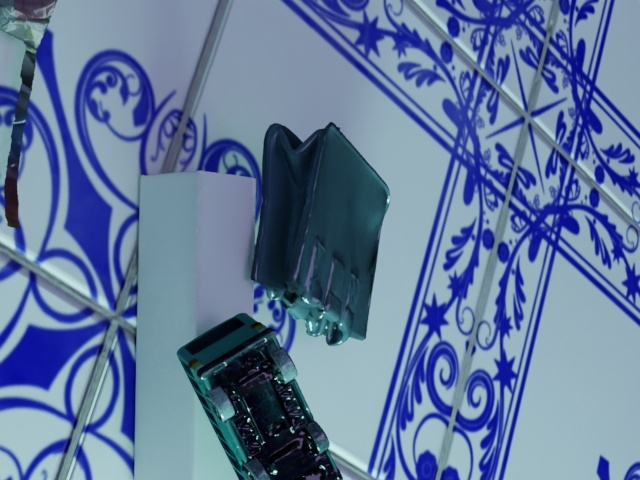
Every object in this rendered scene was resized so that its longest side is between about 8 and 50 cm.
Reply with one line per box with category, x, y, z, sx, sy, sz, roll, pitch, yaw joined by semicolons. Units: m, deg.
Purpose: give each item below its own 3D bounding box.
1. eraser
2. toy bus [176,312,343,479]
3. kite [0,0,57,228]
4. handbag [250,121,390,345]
eraser;-0.111;0.090;1.448;0.076;0.078;0.298;6;83;-50
toy bus;-0.052;0.149;1.382;0.079;0.092;0.160;-31;113;-15
kite;-0.279;-0.195;1.319;0.204;0.022;0.360;24;66;-47
handbag;0.000;0.000;1.549;0.229;0.062;0.179;41;56;-66
